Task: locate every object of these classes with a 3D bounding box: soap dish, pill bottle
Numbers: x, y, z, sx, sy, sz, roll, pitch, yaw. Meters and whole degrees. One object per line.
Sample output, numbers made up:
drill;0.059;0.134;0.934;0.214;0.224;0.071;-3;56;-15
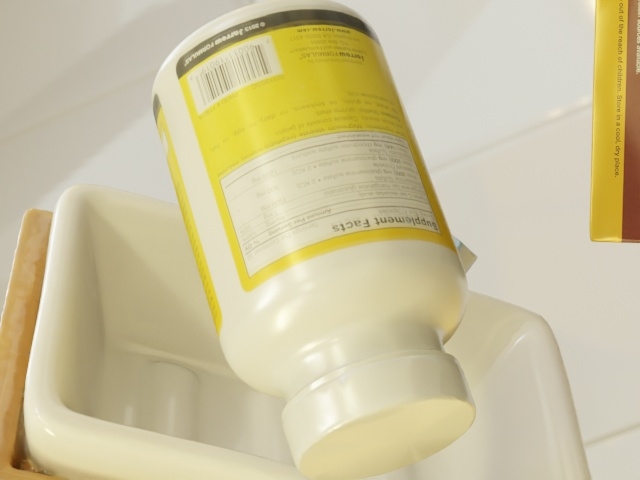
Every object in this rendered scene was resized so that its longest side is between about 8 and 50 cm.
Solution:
soap dish;-0.018;0.098;0.892;0.291;0.118;0.229;15;-151;-12
pill bottle;0.000;0.000;0.762;0.103;0.103;0.184;38;-150;-60

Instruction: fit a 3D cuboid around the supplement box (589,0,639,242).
supplement box;0.270;-0.092;1.109;0.129;0.194;0.191;-9;-79;-70

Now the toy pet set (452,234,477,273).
toy pet set;0.055;0.044;1.247;0.122;0.114;0.065;37;-179;-22
